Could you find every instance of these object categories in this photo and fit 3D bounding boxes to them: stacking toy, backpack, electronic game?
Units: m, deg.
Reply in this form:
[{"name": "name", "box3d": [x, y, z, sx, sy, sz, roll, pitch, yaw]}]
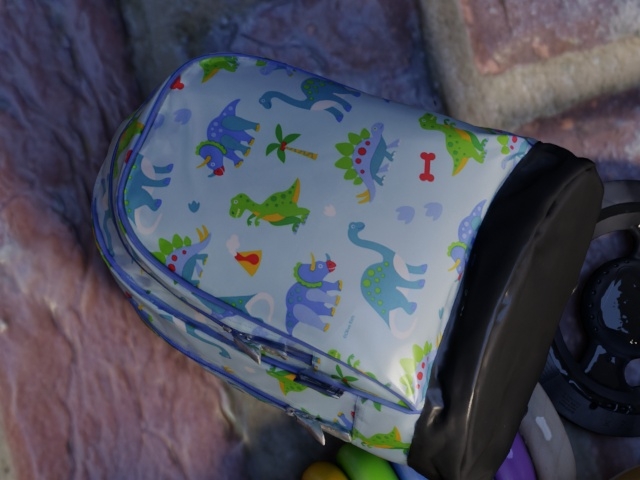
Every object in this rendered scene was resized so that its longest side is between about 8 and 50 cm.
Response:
[{"name": "stacking toy", "box3d": [0.040, 0.220, 1.471, 0.330, 0.141, 0.141, -26, 94, -10]}, {"name": "backpack", "box3d": [0.000, 0.000, 1.390, 0.355, 0.273, 0.290, 20, 78, 26]}, {"name": "electronic game", "box3d": [0.274, 0.060, 1.584, 0.229, 0.048, 0.229, 1, 88, -16]}]

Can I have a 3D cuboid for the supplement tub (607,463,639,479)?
[{"name": "supplement tub", "box3d": [0.322, 0.290, 1.423, 0.241, 0.331, 0.241, 2, 81, -10]}]
